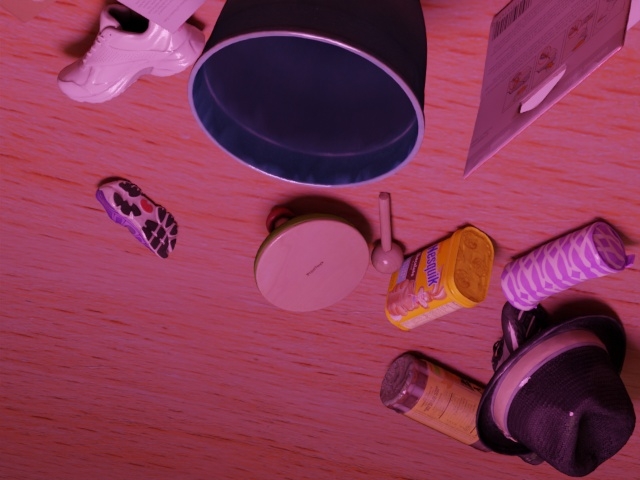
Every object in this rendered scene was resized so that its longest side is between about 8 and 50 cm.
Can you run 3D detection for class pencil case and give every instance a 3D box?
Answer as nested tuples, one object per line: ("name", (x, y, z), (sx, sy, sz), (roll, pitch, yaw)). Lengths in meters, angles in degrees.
("pencil case", (0.367, 0.044, 2.036), (0.088, 0.086, 0.206), (41, 139, -17))

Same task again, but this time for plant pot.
("plant pot", (0.007, -0.243, 1.576), (0.271, 0.255, 0.272), (10, 147, 6))

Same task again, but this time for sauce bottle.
("sauce bottle", (0.273, 0.319, 2.462), (0.344, 0.111, 0.111), (28, 144, -24))

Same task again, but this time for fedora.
("fedora", (0.412, 0.276, 2.182), (0.334, 0.152, 0.334), (-23, 140, -21))

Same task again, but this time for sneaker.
("sneaker", (-0.273, -0.266, 1.809), (0.232, 0.090, 0.115), (-19, 130, 26))
("sneaker", (0.331, 0.192, 2.266), (0.108, 0.100, 0.271), (13, 147, 27))
("sneaker", (-0.298, -0.038, 2.182), (0.071, 0.068, 0.170), (0, 139, 46))

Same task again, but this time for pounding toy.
("pounding toy", (0.000, 0.000, 2.110), (0.236, 0.110, 0.183), (-20, 132, -3))

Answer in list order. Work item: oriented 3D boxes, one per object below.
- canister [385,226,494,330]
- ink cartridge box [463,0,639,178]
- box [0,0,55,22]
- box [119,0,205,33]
("canister", (0.183, 0.063, 2.095), (0.073, 0.126, 0.170), (31, 145, -25))
("ink cartridge box", (0.281, -0.222, 1.508), (0.066, 0.261, 0.296), (25, 145, -17))
("box", (-0.415, -0.377, 1.734), (0.164, 0.021, 0.201), (-22, 133, 41))
("box", (-0.207, -0.355, 1.632), (0.170, 0.091, 0.130), (30, 143, -23))
